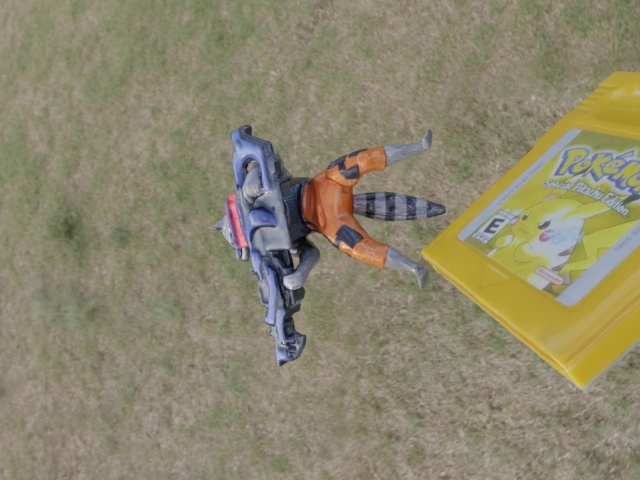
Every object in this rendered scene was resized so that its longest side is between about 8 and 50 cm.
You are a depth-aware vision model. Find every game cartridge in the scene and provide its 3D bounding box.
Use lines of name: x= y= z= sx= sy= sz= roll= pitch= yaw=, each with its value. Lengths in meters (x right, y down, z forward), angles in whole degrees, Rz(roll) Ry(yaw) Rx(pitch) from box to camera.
game cartridge: x=0.281 y=-0.042 z=0.594 sx=0.324 sy=0.052 sz=0.285 roll=-45 pitch=23 yaw=2

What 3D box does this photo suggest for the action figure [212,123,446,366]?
action figure: x=0.000 y=0.000 z=0.852 sx=0.330 sy=0.178 sz=0.341 roll=2 pitch=103 yaw=25
